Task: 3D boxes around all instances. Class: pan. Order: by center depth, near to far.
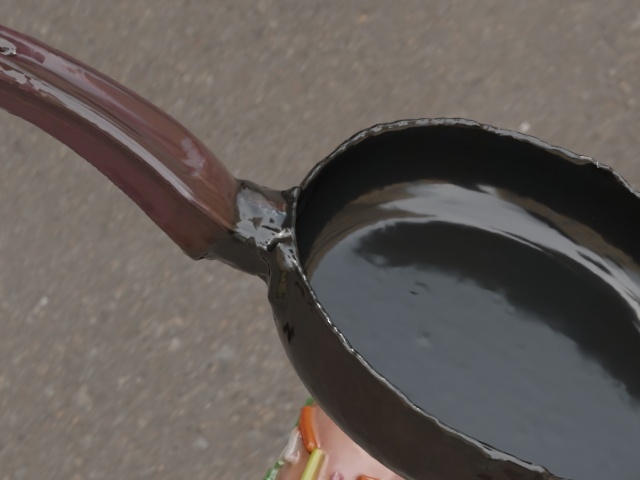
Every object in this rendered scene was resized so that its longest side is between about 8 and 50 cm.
[{"bbox_3d":[-0.002,0.002,0.413,0.212,0.040,0.115,21,37,-17],"label":"pan"}]

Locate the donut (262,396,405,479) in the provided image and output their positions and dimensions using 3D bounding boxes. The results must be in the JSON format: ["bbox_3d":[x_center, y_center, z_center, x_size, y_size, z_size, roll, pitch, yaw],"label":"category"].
[{"bbox_3d":[0.022,0.111,0.908,0.085,0.233,0.199,28,91,3],"label":"donut"}]
